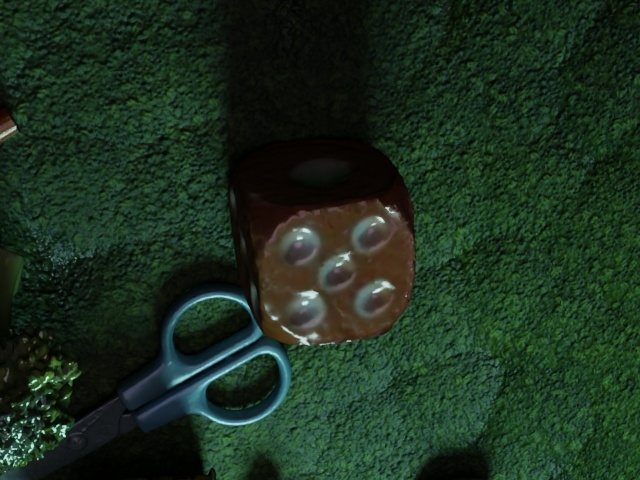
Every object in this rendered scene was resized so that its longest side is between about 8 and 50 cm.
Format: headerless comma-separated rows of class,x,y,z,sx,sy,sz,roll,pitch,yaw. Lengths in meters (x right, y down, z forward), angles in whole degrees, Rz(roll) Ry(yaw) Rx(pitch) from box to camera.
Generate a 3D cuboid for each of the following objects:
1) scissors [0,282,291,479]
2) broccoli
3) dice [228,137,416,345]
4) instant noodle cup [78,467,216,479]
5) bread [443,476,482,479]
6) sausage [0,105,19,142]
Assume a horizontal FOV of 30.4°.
scissors,-0.251,0.213,1.385,0.447,0.029,0.193,-29,117,-2
broccoli,-0.390,0.132,1.197,0.288,0.235,0.260,22,105,-18
dice,0.000,0.000,1.284,0.174,0.174,0.179,-11,120,-11
instant noodle cup,-0.213,0.369,1.374,0.172,0.216,0.216,6,112,-8
bread,0.173,0.351,1.554,0.110,0.044,0.083,-3,117,-12
sausage,-0.362,-0.099,1.217,0.107,0.031,0.031,-31,117,-1
